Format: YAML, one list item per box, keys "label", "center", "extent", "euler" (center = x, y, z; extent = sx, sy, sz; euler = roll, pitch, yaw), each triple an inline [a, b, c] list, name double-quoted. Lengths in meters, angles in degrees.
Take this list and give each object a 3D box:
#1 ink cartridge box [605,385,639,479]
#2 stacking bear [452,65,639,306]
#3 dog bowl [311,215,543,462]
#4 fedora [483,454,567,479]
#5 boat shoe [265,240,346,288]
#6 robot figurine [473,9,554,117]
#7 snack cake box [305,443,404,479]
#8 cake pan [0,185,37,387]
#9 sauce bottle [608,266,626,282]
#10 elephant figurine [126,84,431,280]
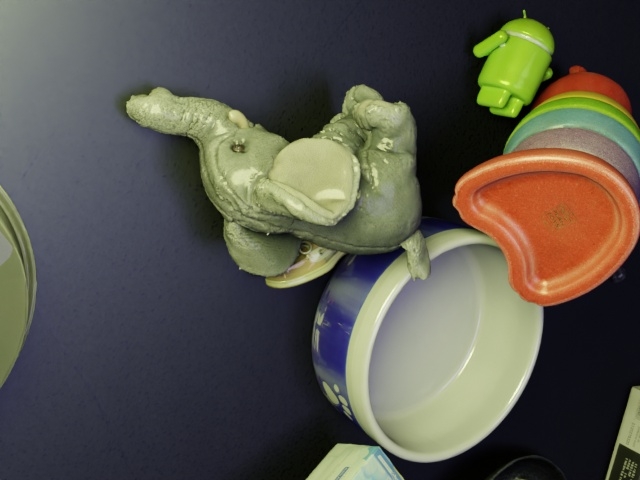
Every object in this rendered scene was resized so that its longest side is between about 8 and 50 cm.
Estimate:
- label: "ink cartridge box"
  center: [0.619, 0.329, 1.412]
  extent: [0.371, 0.069, 0.176]
  euler: [6, 101, -38]
- label: "stacking bear"
  center: [0.279, -0.094, 0.951]
  extent: [0.175, 0.164, 0.289]
  euler: [52, 37, -16]
- label: "dog bowl"
  center: [0.124, 0.108, 0.977]
  extent: [0.264, 0.104, 0.265]
  euler: [-11, 111, -32]
- label: "fedora"
  center: [0.296, 0.454, 1.144]
  extent: [0.334, 0.152, 0.334]
  euler: [-14, 112, -40]
- label: "boat shoe"
  center: [0.002, 0.000, 0.893]
  extent: [0.153, 0.056, 0.048]
  euler: [-30, 111, -26]
- label: "robot figurine"
  center: [0.222, -0.199, 0.971]
  extent: [0.101, 0.067, 0.115]
  euler: [24, 90, -35]
- label: "snack cake box"
  center: [0.068, 0.376, 0.955]
  extent: [0.152, 0.089, 0.264]
  euler: [-44, 106, -32]
- label: "cake pan"
  center: [-0.361, 0.053, 0.660]
  extent: [0.293, 0.054, 0.293]
  euler: [-10, 110, -31]
- label: "sauce bottle"
  center: [0.382, 0.005, 1.161]
  extent: [0.042, 0.042, 0.128]
  euler: [-44, 126, -16]
- label: "elephant figurine"
  center: [-0.033, -0.049, 0.792]
  extent: [0.239, 0.186, 0.169]
  euler: [-15, 125, -32]
